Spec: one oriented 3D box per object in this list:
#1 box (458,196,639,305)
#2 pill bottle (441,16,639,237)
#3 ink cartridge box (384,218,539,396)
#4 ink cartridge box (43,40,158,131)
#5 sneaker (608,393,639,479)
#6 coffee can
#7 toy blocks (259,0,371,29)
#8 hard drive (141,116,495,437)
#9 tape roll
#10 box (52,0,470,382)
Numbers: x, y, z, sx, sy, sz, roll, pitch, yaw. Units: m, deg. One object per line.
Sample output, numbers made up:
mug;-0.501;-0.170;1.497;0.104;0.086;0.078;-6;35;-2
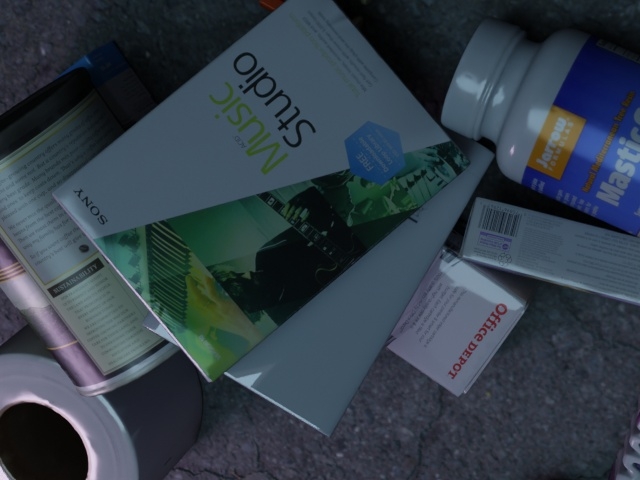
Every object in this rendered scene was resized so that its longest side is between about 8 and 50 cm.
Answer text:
box;0.295;0.028;1.338;0.324;0.063;0.067;14;90;7
pill bottle;0.255;-0.102;1.284;0.272;0.152;0.152;25;120;10
ink cartridge box;0.110;0.047;1.453;0.190;0.082;0.140;34;120;4
ink cartridge box;-0.223;-0.112;1.535;0.104;0.060;0.180;-31;99;31
sneaker;0.355;0.236;1.433;0.104;0.095;0.236;18;118;6
coffee can;-0.246;-0.008;1.437;0.201;0.201;0.275;-25;107;30
toy blocks;-0.018;-0.263;1.385;0.148;0.054;0.123;33;121;6
hard drive;0.000;0.000;1.366;0.210;0.040;0.319;31;82;3
tape roll;-0.282;0.204;1.639;0.246;0.169;0.246;9;115;20
box;-0.054;-0.056;1.314;0.322;0.058;0.232;-41;89;-5
